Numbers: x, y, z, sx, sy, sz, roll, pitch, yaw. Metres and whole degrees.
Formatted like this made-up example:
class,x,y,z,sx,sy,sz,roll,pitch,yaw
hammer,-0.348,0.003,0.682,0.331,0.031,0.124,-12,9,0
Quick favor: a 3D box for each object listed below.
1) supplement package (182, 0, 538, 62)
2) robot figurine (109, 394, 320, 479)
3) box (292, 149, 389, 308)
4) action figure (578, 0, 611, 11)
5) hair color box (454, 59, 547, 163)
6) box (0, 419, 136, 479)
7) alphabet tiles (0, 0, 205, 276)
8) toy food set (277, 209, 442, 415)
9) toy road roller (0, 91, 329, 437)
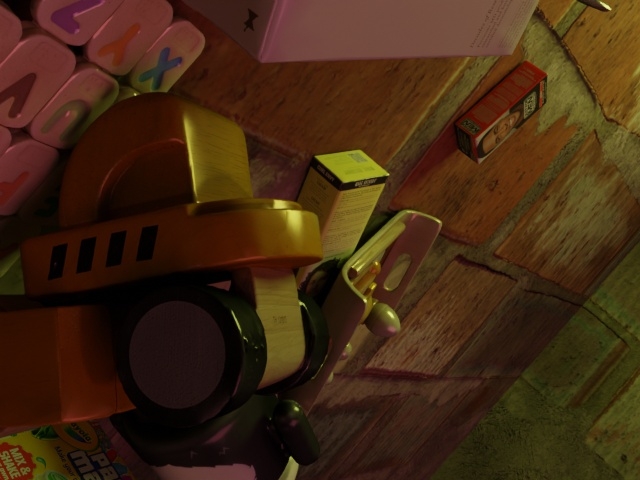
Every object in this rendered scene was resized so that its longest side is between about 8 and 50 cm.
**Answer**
class,x,y,z,sx,sy,sz,roll,pitch,yaw
supplement package,0.039,-0.251,0.536,0.293,0.177,0.175,-16,139,-42
robot figurine,-0.131,0.229,0.881,0.174,0.209,0.278,-39,132,-20
box,0.000,0.000,0.918,0.087,0.058,0.232,-15,138,-43
action figure,0.312,-0.403,0.706,0.330,0.179,0.341,-67,169,24
hair color box,0.258,-0.182,1.032,0.141,0.043,0.072,-42,151,-5
box,-0.315,0.347,0.716,0.279,0.290,0.177,-6,131,-49
alphabet tiles,-0.207,-0.076,0.536,0.278,0.021,0.284,-46,164,5
toy food set,0.068,0.101,1.019,0.306,0.092,0.219,-40,159,-58
toy road roller,-0.159,0.023,0.595,0.330,0.240,0.202,-10,173,17
